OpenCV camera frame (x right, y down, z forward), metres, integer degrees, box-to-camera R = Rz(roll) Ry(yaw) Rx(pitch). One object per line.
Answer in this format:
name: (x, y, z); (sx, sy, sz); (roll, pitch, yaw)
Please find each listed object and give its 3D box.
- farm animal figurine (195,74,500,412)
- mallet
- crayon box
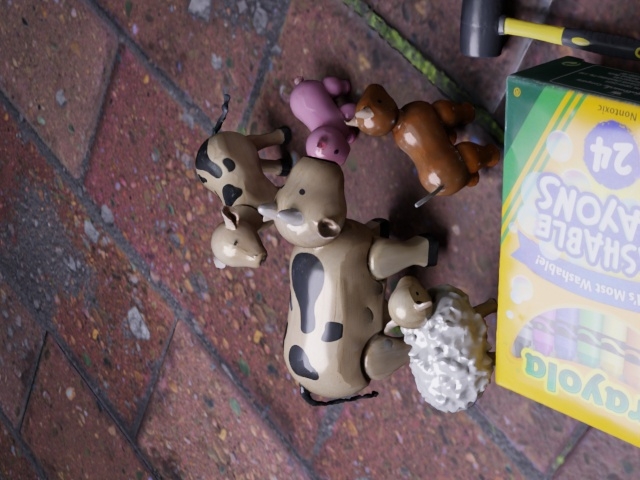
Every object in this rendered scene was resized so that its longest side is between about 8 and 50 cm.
farm animal figurine: (0.000, 0.000, 1.139); (0.330, 0.172, 0.326); (-8, 92, 51)
mallet: (0.192, -0.176, 0.996); (0.190, 0.039, 0.062); (12, 114, 42)
crayon box: (0.240, 0.038, 0.953); (0.203, 0.083, 0.322); (21, 123, 43)
